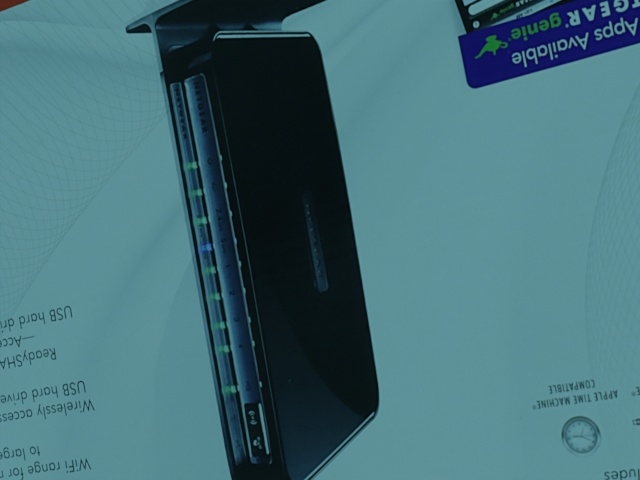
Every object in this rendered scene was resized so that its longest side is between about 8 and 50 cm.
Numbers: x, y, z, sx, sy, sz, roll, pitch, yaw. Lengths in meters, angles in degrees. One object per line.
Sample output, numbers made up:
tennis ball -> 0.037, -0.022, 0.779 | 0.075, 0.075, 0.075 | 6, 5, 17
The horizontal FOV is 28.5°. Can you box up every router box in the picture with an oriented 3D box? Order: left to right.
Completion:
router box -> 0.000, 0.000, 0.443 | 0.335, 0.082, 0.301 | -14, 84, 29
